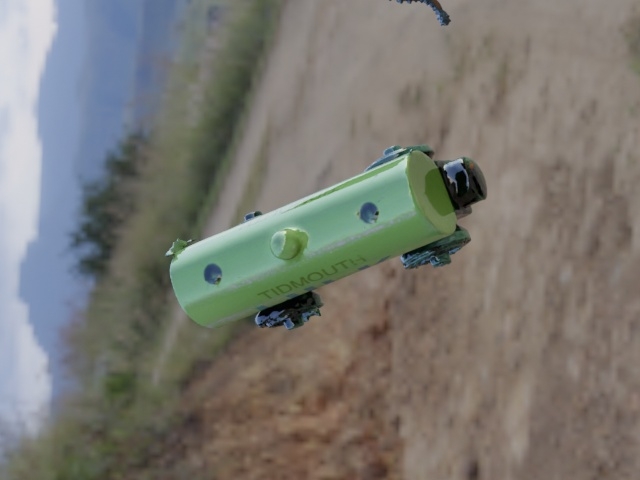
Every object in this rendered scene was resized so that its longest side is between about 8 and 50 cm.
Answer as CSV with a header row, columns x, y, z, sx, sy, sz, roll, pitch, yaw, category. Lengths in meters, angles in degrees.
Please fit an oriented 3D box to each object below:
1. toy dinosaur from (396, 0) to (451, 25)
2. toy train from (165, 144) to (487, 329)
x,y,z,sx,sy,sz,roll,pitch,yaw,category
0.096,-0.304,2.014,0.055,0.154,0.049,-53,16,2,toy dinosaur
0.000,0.000,1.319,0.157,0.253,0.105,-4,-107,-67,toy train
